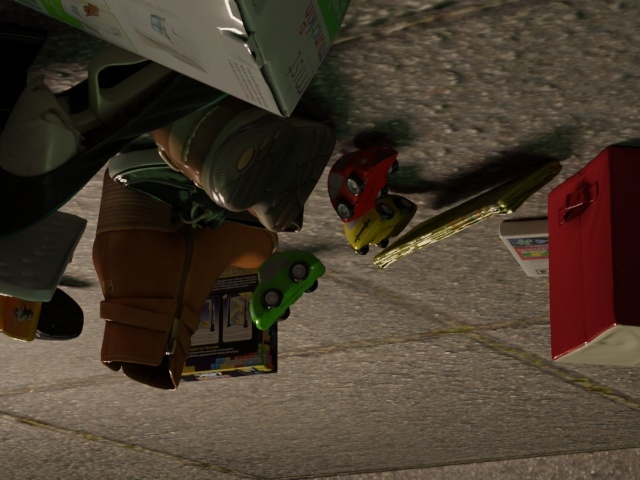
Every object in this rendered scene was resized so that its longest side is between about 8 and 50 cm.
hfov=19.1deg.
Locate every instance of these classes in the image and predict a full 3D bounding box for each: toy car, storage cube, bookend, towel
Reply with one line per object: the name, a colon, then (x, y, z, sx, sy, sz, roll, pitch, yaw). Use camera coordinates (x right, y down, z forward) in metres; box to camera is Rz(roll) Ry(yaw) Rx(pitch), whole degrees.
toy car: (0.000, 0.000, 2.012, 0.225, 0.053, 0.239, -44, 162, -4)
storage cube: (0.364, 0.024, 2.023, 0.215, 0.193, 0.183, 6, 163, -14)
bookend: (-0.324, -0.109, 1.647, 0.156, 0.157, 0.072, 7, 163, -18)
towel: (0.157, -0.026, 2.053, 0.102, 0.021, 0.237, -34, -175, -38)

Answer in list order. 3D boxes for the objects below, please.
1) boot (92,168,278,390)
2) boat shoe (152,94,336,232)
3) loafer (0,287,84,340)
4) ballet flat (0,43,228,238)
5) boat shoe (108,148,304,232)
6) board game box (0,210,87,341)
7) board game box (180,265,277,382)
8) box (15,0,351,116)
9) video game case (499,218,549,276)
boot: (-0.146, 0.057, 2.093, 0.109, 0.220, 0.283, -9, 161, 27)
boat shoe: (-0.072, -0.091, 1.822, 0.116, 0.123, 0.324, 31, 180, 14)
loafer: (-0.409, 0.081, 2.454, 0.223, 0.076, 0.078, 19, 161, -36)
ballet flat: (-0.198, -0.113, 1.615, 0.280, 0.095, 0.096, -35, 142, -6)
boat shoe: (-0.116, -0.050, 1.996, 0.219, 0.070, 0.078, 7, 162, -21)
board game box: (-0.413, -0.012, 1.663, 0.390, 0.050, 0.390, 13, -172, -5)
board game box: (-0.138, 0.102, 2.388, 0.170, 0.141, 0.048, -7, 161, 23)
box: (-0.112, -0.209, 1.204, 0.231, 0.127, 0.262, 23, 168, 14)
video game case: (0.329, 0.005, 2.259, 0.201, 0.023, 0.183, -3, 163, 16)
